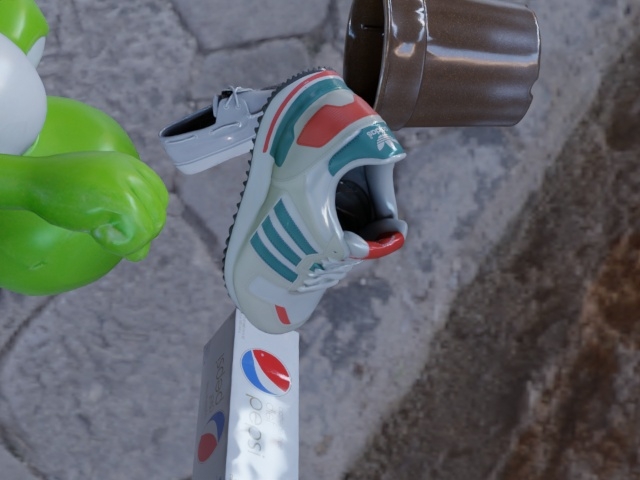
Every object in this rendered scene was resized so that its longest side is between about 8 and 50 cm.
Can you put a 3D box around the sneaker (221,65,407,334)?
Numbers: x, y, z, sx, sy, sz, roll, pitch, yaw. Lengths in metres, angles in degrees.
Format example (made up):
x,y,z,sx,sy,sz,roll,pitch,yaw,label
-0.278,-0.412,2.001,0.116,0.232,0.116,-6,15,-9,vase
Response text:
x,y,z,sx,sy,sz,roll,pitch,yaw,label
0.000,0.000,0.555,0.057,0.075,0.161,-22,140,-36,sneaker

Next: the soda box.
x,y,z,sx,sy,sz,roll,pitch,yaw,label
-0.066,0.165,1.031,0.074,0.069,0.216,25,36,-21,soda box

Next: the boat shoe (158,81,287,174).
x,y,z,sx,sy,sz,roll,pitch,yaw,label
-0.096,-0.135,1.246,0.063,0.184,0.066,50,35,-32,boat shoe

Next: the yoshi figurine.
x,y,z,sx,sy,sz,roll,pitch,yaw,label
-0.165,0.016,0.528,0.362,0.204,0.203,-85,177,-49,yoshi figurine

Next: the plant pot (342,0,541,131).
x,y,z,sx,sy,sz,roll,pitch,yaw,label
0.120,-0.182,1.139,0.165,0.167,0.166,2,87,-13,plant pot
